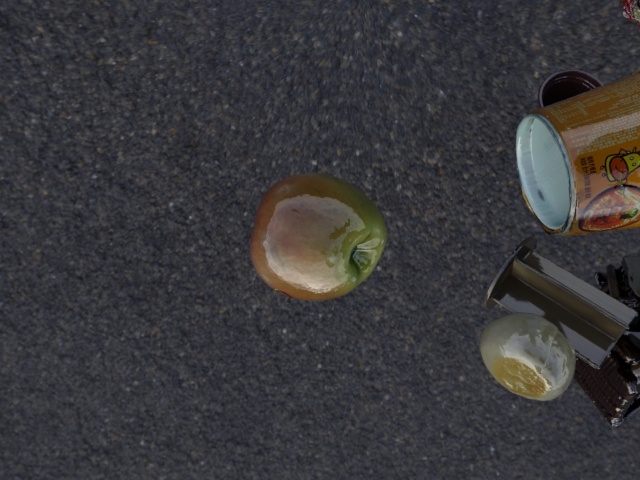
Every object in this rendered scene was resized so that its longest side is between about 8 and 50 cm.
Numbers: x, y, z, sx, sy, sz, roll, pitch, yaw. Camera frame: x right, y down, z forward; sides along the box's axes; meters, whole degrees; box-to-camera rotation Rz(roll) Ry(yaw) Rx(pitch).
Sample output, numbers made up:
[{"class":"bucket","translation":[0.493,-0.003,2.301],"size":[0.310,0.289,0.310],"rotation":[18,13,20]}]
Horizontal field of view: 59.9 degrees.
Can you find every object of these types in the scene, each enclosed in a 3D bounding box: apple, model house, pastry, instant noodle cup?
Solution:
[{"class":"apple","translation":[0.000,0.000,1.419],"size":[0.304,0.338,0.339],"rotation":[20,116,20]},{"class":"model house","translation":[0.636,0.212,1.208],"size":[0.297,0.317,0.283],"rotation":[14,125,-28]},{"class":"pastry","translation":[0.331,0.190,0.902],"size":[0.156,0.092,0.156],"rotation":[28,142,25]},{"class":"instant noodle cup","translation":[0.366,-0.103,0.715],"size":[0.172,0.216,0.216],"rotation":[-14,113,1]}]

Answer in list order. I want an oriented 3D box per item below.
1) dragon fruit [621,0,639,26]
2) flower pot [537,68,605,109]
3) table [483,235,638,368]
[{"class":"dragon fruit","translation":[0.694,-0.505,1.137],"size":[0.141,0.130,0.121],"rotation":[0,84,24]},{"class":"flower pot","translation":[0.398,-0.206,0.902],"size":[0.111,0.089,0.111],"rotation":[-1,73,5]},{"class":"table","translation":[0.447,0.120,1.033],"size":[0.226,0.167,0.167],"rotation":[36,118,29]}]
